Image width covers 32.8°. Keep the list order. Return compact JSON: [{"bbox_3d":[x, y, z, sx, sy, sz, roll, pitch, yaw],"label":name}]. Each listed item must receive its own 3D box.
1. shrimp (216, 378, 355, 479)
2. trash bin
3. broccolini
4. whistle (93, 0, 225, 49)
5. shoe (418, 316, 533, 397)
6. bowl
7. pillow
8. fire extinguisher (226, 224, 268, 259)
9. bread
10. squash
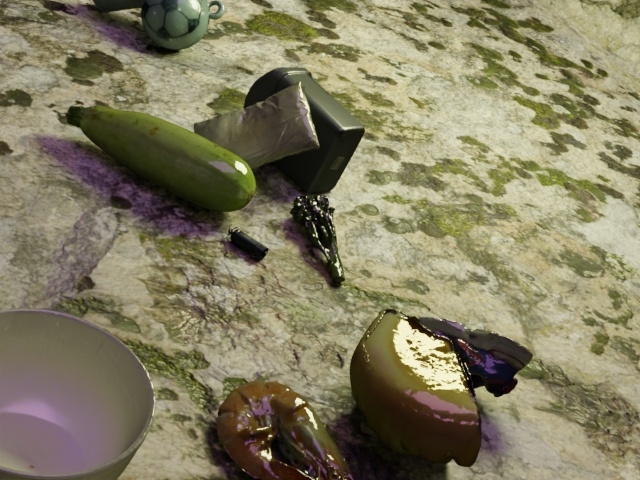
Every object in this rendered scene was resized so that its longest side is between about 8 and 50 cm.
[{"bbox_3d":[-0.037,0.290,1.474,0.145,0.061,0.267,-23,56,-37],"label":"shrimp"},{"bbox_3d":[-0.042,-0.222,2.101,0.236,0.177,0.101,44,31,26],"label":"trash bin"},{"bbox_3d":[0.013,-0.011,1.933,0.091,0.068,0.202,19,28,-42],"label":"broccolini"},{"bbox_3d":[-0.348,-0.486,2.352,0.289,0.163,0.163,-5,33,7],"label":"whistle"},{"bbox_3d":[0.220,0.199,1.744,0.227,0.125,0.099,11,-11,26],"label":"shoe"},{"bbox_3d":[-0.347,0.223,1.311,0.277,0.145,0.277,15,32,-9],"label":"bowl"},{"bbox_3d":[-0.121,-0.194,2.001,0.229,0.050,0.148,-20,57,8],"label":"pillow"},{"bbox_3d":[-0.131,0.004,1.863,0.083,0.025,0.038,34,58,17],"label":"fire extinguisher"},{"bbox_3d":[0.122,0.225,1.590,0.156,0.158,0.261,0,38,-14],"label":"bread"},{"bbox_3d":[-0.280,-0.156,1.929,0.370,0.118,0.118,25,33,13],"label":"squash"}]
